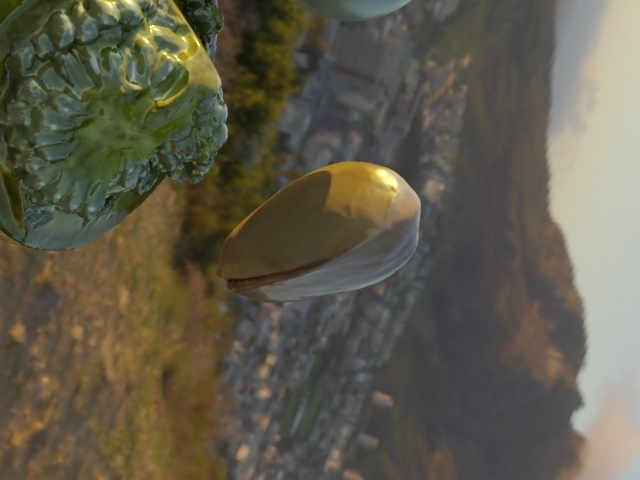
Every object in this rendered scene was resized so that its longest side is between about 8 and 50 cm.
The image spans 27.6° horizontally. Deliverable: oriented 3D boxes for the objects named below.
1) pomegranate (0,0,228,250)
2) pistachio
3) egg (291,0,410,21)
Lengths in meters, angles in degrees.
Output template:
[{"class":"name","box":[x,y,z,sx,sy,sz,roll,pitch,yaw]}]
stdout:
[{"class":"pomegranate","box":[-0.213,-0.107,0.919,0.341,0.260,0.260,-28,146,-36]},{"class":"pistachio","box":[0.000,0.000,1.114,0.126,0.186,0.108,-81,147,-64]},{"class":"egg","box":[0.019,-0.270,1.061,0.168,0.168,0.231,-69,162,-6]}]
